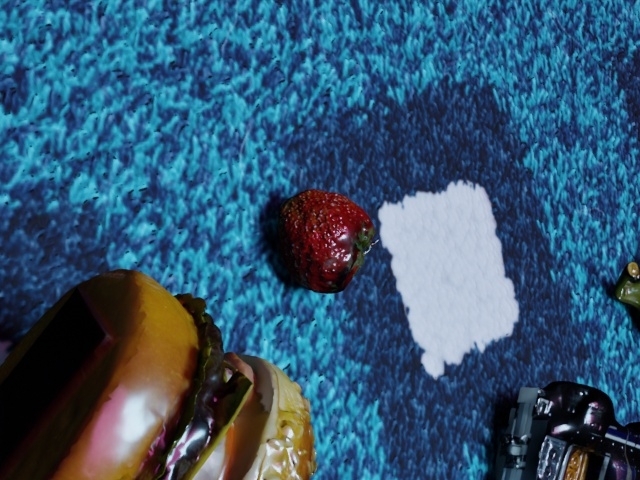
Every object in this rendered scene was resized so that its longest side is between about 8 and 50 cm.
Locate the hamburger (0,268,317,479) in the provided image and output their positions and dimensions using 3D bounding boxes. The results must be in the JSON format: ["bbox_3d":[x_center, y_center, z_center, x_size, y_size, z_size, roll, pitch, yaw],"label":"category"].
[{"bbox_3d":[-0.136,0.174,0.959,0.225,0.291,0.291,38,53,-21],"label":"hamburger"}]

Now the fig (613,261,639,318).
[{"bbox_3d":[0.468,0.086,1.700,0.186,0.148,0.142,-4,95,-7],"label":"fig"}]

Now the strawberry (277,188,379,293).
[{"bbox_3d":[0.000,0.000,1.282,0.106,0.106,0.106,16,67,-41],"label":"strawberry"}]

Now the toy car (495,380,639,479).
[{"bbox_3d":[0.320,0.288,1.490,0.301,0.118,0.193,27,68,-37],"label":"toy car"}]
